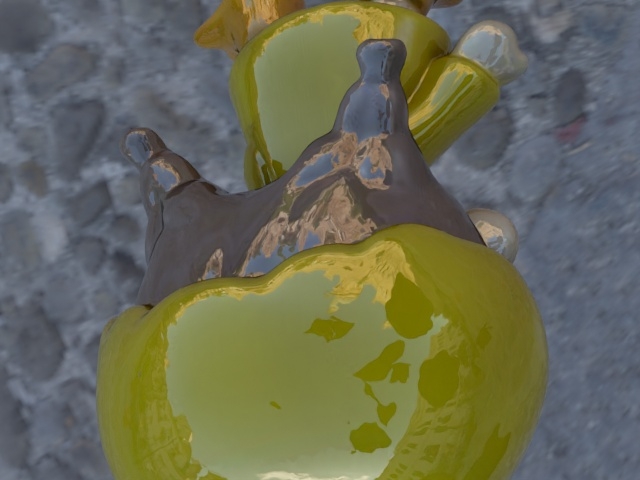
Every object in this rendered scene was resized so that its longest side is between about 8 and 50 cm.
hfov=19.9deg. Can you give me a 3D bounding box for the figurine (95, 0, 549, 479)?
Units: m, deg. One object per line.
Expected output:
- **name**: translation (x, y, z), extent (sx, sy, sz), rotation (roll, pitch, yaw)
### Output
- **figurine**: translation (0.000, 0.000, 0.874), extent (0.215, 0.343, 0.187), rotation (-30, 132, 32)
